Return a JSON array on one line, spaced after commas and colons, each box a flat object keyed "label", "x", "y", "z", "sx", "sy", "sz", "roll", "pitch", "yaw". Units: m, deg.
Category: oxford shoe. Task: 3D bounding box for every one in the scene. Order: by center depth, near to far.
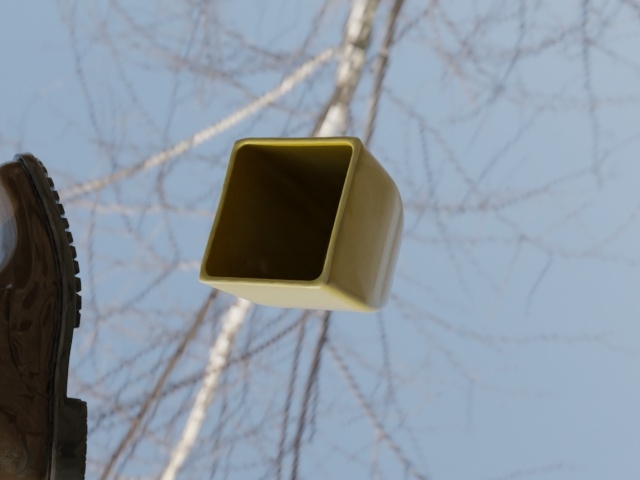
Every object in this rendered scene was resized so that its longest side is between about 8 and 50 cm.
[{"label": "oxford shoe", "x": -0.198, "y": 0.053, "z": 1.152, "sx": 0.096, "sy": 0.083, "sz": 0.227, "roll": 1, "pitch": -106, "yaw": -18}]

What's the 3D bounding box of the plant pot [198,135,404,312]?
[{"label": "plant pot", "x": 0.000, "y": 0.000, "z": 0.970, "sx": 0.081, "sy": 0.083, "sz": 0.081, "roll": 2, "pitch": -111, "yaw": 35}]
